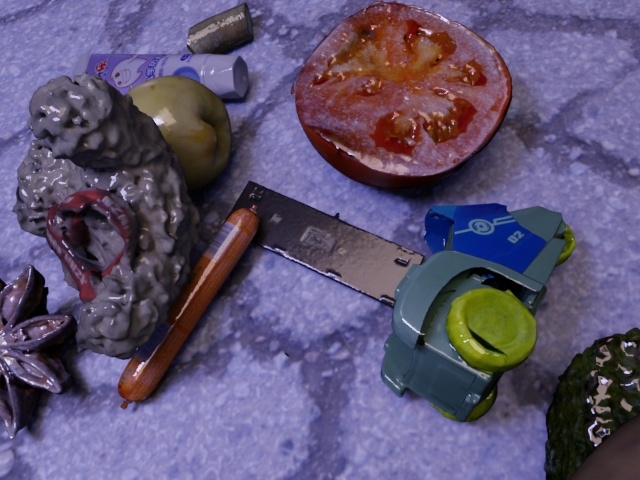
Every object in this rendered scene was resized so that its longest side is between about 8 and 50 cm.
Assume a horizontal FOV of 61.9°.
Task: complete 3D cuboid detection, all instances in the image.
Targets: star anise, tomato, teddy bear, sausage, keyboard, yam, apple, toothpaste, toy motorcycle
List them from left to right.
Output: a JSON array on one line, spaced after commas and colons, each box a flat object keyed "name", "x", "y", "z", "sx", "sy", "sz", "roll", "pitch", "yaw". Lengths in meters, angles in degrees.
[{"name": "star anise", "x": -0.452, "y": 0.154, "z": 0.774, "sx": 0.223, "sy": 0.109, "sz": 0.236, "roll": 3, "pitch": 78, "yaw": 7}, {"name": "teddy bear", "x": -0.345, "y": -0.040, "z": 0.773, "sx": 0.367, "sy": 0.358, "sz": 0.224, "roll": 3, "pitch": 17, "yaw": 35}, {"name": "toothpaste", "x": -0.319, "y": -0.306, "z": 1.013, "sx": 0.371, "sy": 0.080, "sz": 0.125, "roll": 4, "pitch": 68, "yaw": 18}, {"name": "apple", "x": -0.237, "y": -0.174, "z": 0.868, "sx": 0.199, "sy": 0.200, "sz": 0.200, "roll": -3, "pitch": 63, "yaw": 6}, {"name": "sausage", "x": -0.191, "y": 0.089, "z": 0.788, "sx": 0.053, "sy": 0.053, "sz": 0.348, "roll": 27, "pitch": 75, "yaw": 19}, {"name": "yam", "x": -0.193, "y": -0.405, "z": 1.040, "sx": 0.146, "sy": 0.070, "sz": 0.070, "roll": -28, "pitch": 64, "yaw": -6}, {"name": "keyboard", "x": 0.000, "y": 0.000, "z": 0.836, "sx": 0.316, "sy": 0.027, "sz": 0.106, "roll": 25, "pitch": 73, "yaw": 18}, {"name": "tomato", "x": 0.127, "y": -0.208, "z": 0.858, "sx": 0.338, "sy": 0.144, "sz": 0.339, "roll": -1, "pitch": 65, "yaw": 2}, {"name": "toy motorcycle", "x": 0.199, "y": 0.055, "z": 0.708, "sx": 0.199, "sy": 0.191, "sz": 0.326, "roll": 26, "pitch": 57, "yaw": 19}]

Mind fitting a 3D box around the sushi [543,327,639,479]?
[{"name": "sushi", "x": 0.401, "y": 0.275, "z": 0.562, "sx": 0.293, "sy": 0.178, "sz": 0.352, "roll": 7, "pitch": 65, "yaw": 11}]

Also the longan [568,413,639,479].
[{"name": "longan", "x": 0.316, "y": 0.241, "z": 0.339, "sx": 0.318, "sy": 0.319, "sz": 0.319, "roll": -3, "pitch": 63, "yaw": 6}]
